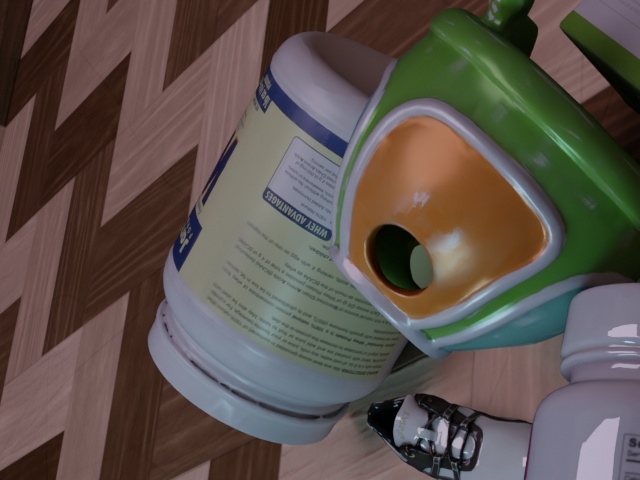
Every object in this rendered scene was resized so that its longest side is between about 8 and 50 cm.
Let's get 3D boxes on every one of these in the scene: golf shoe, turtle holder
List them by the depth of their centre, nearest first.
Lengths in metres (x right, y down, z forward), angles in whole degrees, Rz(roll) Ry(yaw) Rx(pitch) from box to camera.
[{"bbox_3d":[0.123,-0.041,1.103,0.227,0.243,0.320,-47,13,6],"label":"turtle holder"},{"bbox_3d":[0.107,0.168,1.205,0.198,0.094,0.077,1,72,61],"label":"golf shoe"}]

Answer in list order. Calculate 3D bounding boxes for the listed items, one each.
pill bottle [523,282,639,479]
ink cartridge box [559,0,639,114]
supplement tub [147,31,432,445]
[{"bbox_3d":[0.203,0.181,0.930,0.160,0.160,0.283,-20,54,58],"label":"pill bottle"},{"bbox_3d":[0.320,-0.183,1.043,0.255,0.097,0.189,-44,30,8],"label":"ink cartridge box"},{"bbox_3d":[0.000,0.000,1.368,0.325,0.235,0.235,-60,27,19],"label":"supplement tub"}]
